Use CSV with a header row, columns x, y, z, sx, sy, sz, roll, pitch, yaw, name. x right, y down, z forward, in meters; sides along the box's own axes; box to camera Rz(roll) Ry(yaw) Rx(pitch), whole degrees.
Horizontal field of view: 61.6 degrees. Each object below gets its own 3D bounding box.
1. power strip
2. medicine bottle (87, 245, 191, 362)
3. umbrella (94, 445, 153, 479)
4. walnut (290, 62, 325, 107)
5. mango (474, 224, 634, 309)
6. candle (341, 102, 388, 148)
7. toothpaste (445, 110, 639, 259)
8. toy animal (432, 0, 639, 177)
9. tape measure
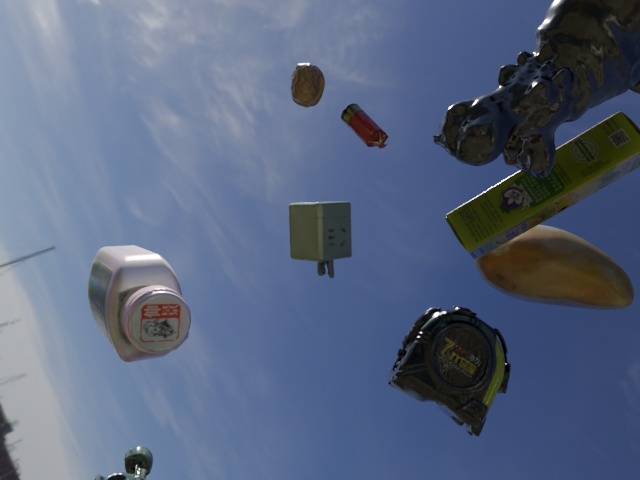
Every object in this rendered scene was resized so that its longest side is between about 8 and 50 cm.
x,y,z,sx,sy,sz,roll,pitch,yaw,name
0.000,0.000,1.553,0.139,0.140,0.225,3,-84,44,power strip
-0.205,0.070,0.597,0.219,0.078,0.115,8,-82,59,medicine bottle
-0.280,0.409,0.748,0.349,0.094,0.143,-133,-140,-70,umbrella
-0.029,-0.342,1.188,0.082,0.079,0.096,0,-93,22,walnut
0.579,0.070,1.348,0.383,0.221,0.199,18,-95,30,mango
0.102,-0.249,1.194,0.131,0.052,0.052,49,-40,26,candle
0.375,-0.084,0.905,0.327,0.110,0.077,-32,-108,14,toothpaste
0.266,-0.191,0.543,0.343,0.168,0.106,-54,-140,1,toy animal
0.238,0.220,0.962,0.199,0.186,0.112,33,-15,1,tape measure
